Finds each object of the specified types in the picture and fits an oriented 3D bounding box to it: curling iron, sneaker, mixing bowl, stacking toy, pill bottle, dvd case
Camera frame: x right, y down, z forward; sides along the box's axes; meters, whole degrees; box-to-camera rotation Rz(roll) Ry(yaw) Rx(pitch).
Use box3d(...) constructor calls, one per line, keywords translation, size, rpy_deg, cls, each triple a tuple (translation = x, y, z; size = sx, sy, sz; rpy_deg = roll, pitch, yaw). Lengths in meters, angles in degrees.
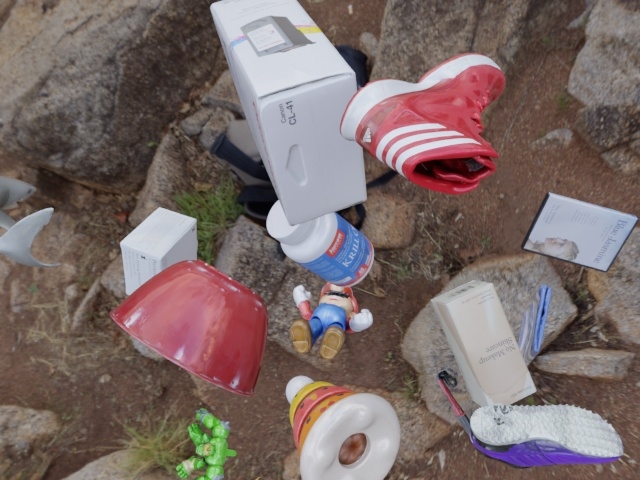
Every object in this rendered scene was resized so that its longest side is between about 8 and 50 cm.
box3d(translation=(0.426, 0.506, 1.504), size=(0.068, 0.035, 0.274), rpy_deg=(-25, 77, 6), cls="curling iron")
box3d(translation=(0.135, -0.105, 0.491), size=(0.221, 0.087, 0.128), rpy_deg=(-26, 63, -29), cls="sneaker")
box3d(translation=(-0.127, 0.084, 0.564), size=(0.181, 0.181, 0.098), rpy_deg=(26, 79, 22), cls="mixing bowl")
box3d(translation=(0.002, 0.595, 1.685), size=(0.480, 0.350, 0.350), rpy_deg=(20, 83, 59), cls="stacking toy")
box3d(translation=(0.000, 0.000, 0.981), size=(0.124, 0.221, 0.124), rpy_deg=(-19, 56, 31), cls="pill bottle")
box3d(translation=(0.461, 0.424, 1.056), size=(0.293, 0.146, 0.102), rpy_deg=(3, 40, 12), cls="sneaker")
box3d(translation=(0.713, -0.019, 1.392), size=(0.253, 0.022, 0.180), rpy_deg=(15, 118, 1), cls="dvd case")

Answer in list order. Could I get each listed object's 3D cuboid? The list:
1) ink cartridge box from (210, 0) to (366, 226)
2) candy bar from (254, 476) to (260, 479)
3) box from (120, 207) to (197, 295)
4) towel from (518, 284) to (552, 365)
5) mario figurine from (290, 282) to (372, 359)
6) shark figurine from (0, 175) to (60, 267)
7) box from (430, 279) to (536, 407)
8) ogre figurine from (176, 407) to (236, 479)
box3d(translation=(-0.049, -0.208, 0.753), size=(0.131, 0.226, 0.306), rpy_deg=(-20, 49, -7), cls="ink cartridge box")
box3d(translation=(-0.172, 0.541, 1.018), size=(0.040, 0.161, 0.018), rpy_deg=(-35, 93, 27), cls="candy bar")
box3d(translation=(-0.420, 0.043, 1.331), size=(0.119, 0.182, 0.181), rpy_deg=(18, 128, 9), cls="box")
box3d(translation=(0.632, 0.268, 1.505), size=(0.034, 0.285, 0.209), rpy_deg=(14, 69, 17), cls="towel")
box3d(translation=(0.023, 0.175, 1.315), size=(0.198, 0.320, 0.170), rpy_deg=(44, 107, 0), cls="mario figurine")
box3d(translation=(-0.433, -0.055, 0.631), size=(0.278, 0.166, 0.116), rpy_deg=(33, 117, 49), cls="shark figurine")
box3d(translation=(0.433, 0.277, 1.344), size=(0.148, 0.121, 0.311), rpy_deg=(-25, 92, -7), cls="box")
box3d(translation=(-0.274, 0.512, 1.224), size=(0.118, 0.097, 0.197), rpy_deg=(-16, 37, 32), cls="ogre figurine")
